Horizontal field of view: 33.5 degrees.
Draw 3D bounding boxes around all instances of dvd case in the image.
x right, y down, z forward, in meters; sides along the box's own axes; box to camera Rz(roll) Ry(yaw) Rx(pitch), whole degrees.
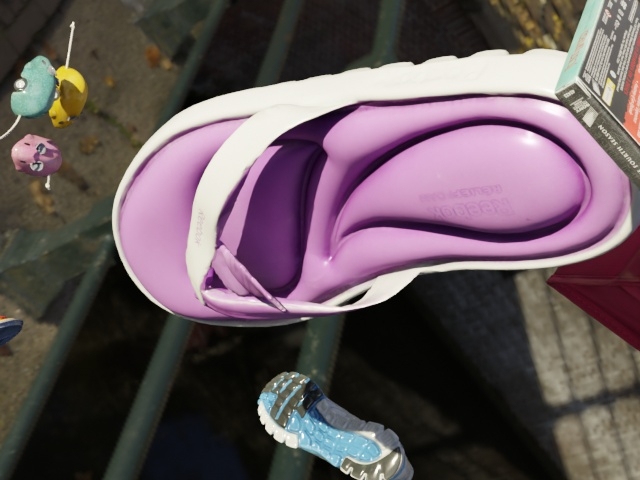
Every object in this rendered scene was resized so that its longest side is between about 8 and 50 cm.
[{"bbox_3d":[0.134,-0.034,0.388,0.119,0.013,0.087,43,41,-13],"label":"dvd case"}]

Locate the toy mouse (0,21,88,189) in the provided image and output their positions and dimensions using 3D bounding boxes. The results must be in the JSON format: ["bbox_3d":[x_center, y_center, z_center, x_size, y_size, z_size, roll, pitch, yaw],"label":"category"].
[{"bbox_3d":[-0.256,-0.109,0.983,0.143,0.031,0.161,-53,157,-65],"label":"toy mouse"}]

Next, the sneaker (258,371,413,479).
[{"bbox_3d":[0.015,0.203,1.092,0.071,0.191,0.083,-55,143,-9],"label":"sneaker"}]

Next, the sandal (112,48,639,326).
[{"bbox_3d":[-0.009,-0.012,0.636,0.169,0.416,0.102,55,46,-18],"label":"sandal"}]

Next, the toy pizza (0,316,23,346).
[{"bbox_3d":[-0.586,0.172,1.747,0.201,0.201,0.032,-18,76,-58],"label":"toy pizza"}]

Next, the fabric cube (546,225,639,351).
[{"bbox_3d":[0.347,-0.005,0.673,0.254,0.258,0.259,37,-5,-5],"label":"fabric cube"}]
